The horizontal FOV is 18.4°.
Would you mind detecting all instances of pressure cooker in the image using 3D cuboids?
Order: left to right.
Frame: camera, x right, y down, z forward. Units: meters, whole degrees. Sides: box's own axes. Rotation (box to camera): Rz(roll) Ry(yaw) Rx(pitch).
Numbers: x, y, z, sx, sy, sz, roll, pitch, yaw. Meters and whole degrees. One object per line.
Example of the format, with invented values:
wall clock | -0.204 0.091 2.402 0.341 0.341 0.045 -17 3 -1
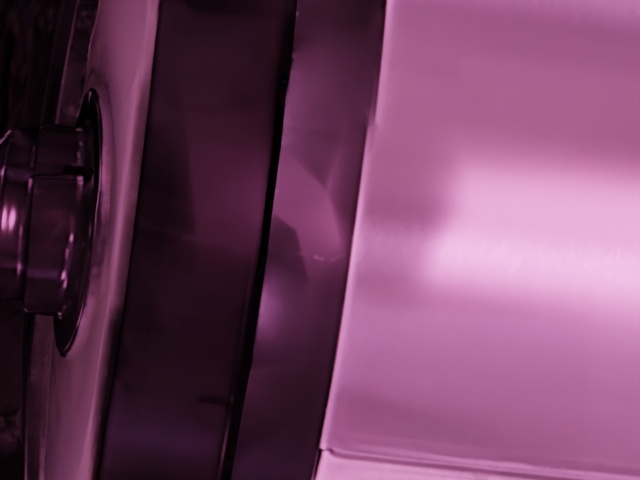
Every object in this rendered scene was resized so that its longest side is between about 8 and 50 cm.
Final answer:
pressure cooker | 0.055 -0.015 0.678 0.375 0.420 0.370 110 -16 -58
